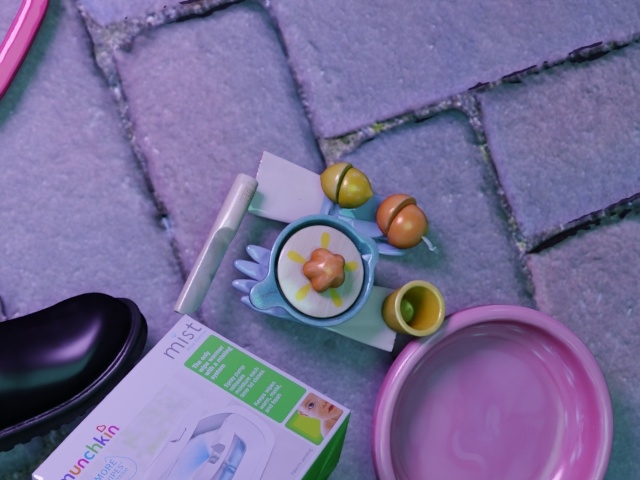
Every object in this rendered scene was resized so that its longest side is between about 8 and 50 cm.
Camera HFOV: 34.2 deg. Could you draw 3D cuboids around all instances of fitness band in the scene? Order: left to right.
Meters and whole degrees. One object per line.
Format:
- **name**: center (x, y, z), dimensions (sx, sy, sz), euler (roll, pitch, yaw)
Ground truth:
- **fitness band**: center (-0.430, -0.258, 1.175), dimensions (0.209, 0.054, 0.290), euler (27, 84, -18)

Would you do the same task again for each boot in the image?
- **boot**: center (-0.373, 0.104, 1.090), dimensions (0.348, 0.131, 0.260), euler (-31, 134, -13)

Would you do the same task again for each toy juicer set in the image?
- **toy juicer set**: center (0.000, 0.000, 1.246), dimensions (0.329, 0.089, 0.209), euler (7, 79, -20)

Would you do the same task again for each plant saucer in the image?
- **plant saucer**: center (0.217, 0.246, 1.352), dimensions (0.332, 0.084, 0.332), euler (-1, 92, -17)

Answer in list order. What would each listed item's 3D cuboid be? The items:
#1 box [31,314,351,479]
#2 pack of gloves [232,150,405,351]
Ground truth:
- **box**: center (-0.135, 0.248, 1.126), dimensions (0.231, 0.126, 0.262), euler (29, 50, 16)
- **pack of gloves**: center (0.002, 0.017, 1.317), dimensions (0.232, 0.046, 0.195), euler (19, 74, -19)
